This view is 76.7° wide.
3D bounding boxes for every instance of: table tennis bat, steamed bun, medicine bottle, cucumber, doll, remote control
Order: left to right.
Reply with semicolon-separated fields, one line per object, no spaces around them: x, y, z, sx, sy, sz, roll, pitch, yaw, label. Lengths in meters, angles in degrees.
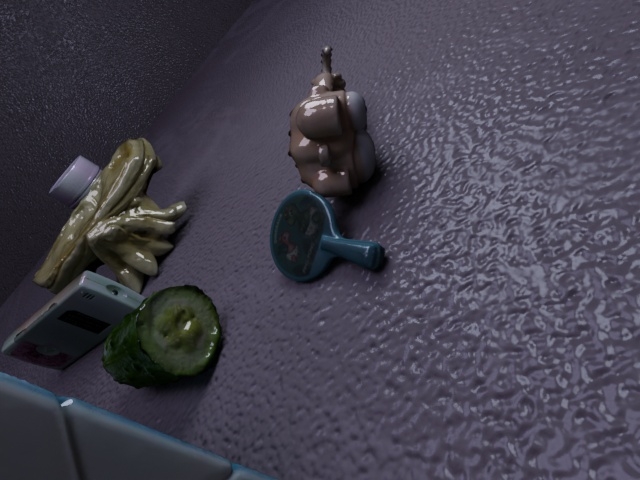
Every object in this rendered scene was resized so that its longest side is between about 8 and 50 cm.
-0.545;0.187;0.887;0.343;0.145;0.050;-32;42;23;remote control
-0.576;-0.101;1.103;0.151;0.254;0.152;-28;39;26;medicine bottle
-0.468;-0.023;0.959;0.247;0.189;0.428;27;85;52;steamed bun
-0.269;0.163;0.621;0.244;0.134;0.135;-26;40;35;cucumber
0.000;0.000;0.528;0.201;0.033;0.125;16;97;45;table tennis bat
0.016;-0.183;0.615;0.119;0.154;0.278;-8;43;9;doll

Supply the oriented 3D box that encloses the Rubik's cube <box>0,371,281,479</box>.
-0.264;0.294;0.306;0.315;0.321;0.319;-17;44;41;Rubik's cube
